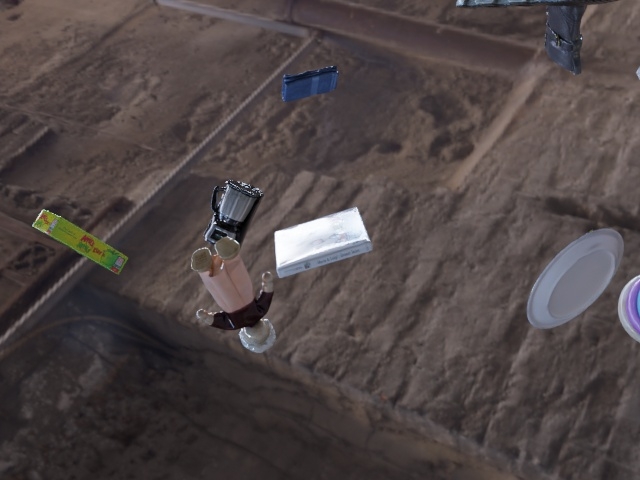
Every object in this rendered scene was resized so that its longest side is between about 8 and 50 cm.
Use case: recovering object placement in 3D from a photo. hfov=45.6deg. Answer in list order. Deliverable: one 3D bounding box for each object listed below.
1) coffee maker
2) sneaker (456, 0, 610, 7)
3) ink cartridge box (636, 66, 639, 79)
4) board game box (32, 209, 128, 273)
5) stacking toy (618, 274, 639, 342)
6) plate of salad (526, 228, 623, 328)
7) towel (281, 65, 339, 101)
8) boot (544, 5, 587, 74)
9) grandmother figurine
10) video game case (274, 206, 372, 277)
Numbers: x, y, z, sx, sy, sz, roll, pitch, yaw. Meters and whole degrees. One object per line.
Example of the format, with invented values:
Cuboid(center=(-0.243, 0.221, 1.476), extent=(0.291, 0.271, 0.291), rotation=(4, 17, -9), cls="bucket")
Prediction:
Cuboid(center=(-0.231, -0.064, 2.101), extent=(0.171, 0.120, 0.178), rotation=(10, -72, -60), cls="coffee maker")
Cuboid(center=(0.395, -0.472, 1.294), extent=(0.122, 0.330, 0.146), rotation=(-24, -61, -63), cls="sneaker")
Cuboid(center=(0.757, -0.393, 1.493), extent=(0.273, 0.114, 0.198), rotation=(-59, -31, 10), cls="ink cartridge box")
Cuboid(center=(-0.504, 0.004, 1.606), extent=(0.181, 0.092, 0.043), rotation=(40, -105, -43), cls="board game box")
Cuboid(center=(0.613, 0.101, 1.257), extent=(0.330, 0.141, 0.141), rotation=(74, -143, -80), cls="stacking toy")
Cuboid(center=(0.407, 0.059, 1.232), extent=(0.199, 0.048, 0.200), rotation=(-20, -46, -22), cls="plate of salad")
Cuboid(center=(-0.022, -0.322, 1.562), extent=(0.119, 0.029, 0.067), rotation=(-17, -24, -16), cls="towel")
Cuboid(center=(0.554, -0.545, 1.812), extent=(0.091, 0.263, 0.229), rotation=(-17, -38, -2), cls="boot")
Cuboid(center=(-0.203, 0.154, 1.866), extent=(0.104, 0.207, 0.342), rotation=(-103, -10, -50), cls="grandmother figurine")
Cuboid(center=(0.000, 0.000, 1.170), extent=(0.157, 0.143, 0.019), rotation=(-102, -5, -68), cls="video game case")
